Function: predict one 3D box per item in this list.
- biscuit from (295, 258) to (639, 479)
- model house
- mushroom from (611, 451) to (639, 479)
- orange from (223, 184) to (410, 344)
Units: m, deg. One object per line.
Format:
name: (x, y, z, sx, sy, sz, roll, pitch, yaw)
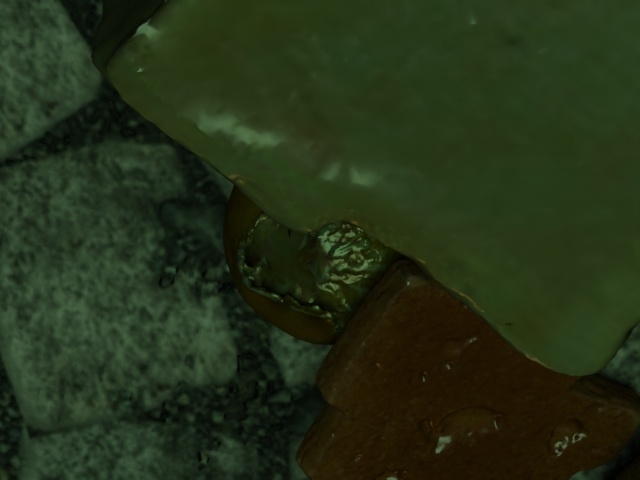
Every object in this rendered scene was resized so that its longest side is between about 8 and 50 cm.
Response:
biscuit: (0.095, 0.121, 1.268, 0.284, 0.043, 0.306, -21, 131, -3)
model house: (0.102, -0.164, 1.092, 0.382, 0.342, 0.334, 40, 111, -22)
mushroom: (0.299, 0.258, 1.271, 0.153, 0.253, 0.253, 10, 113, -45)
orange: (0.000, 0.000, 1.241, 0.157, 0.134, 0.156, 11, 112, 29)
